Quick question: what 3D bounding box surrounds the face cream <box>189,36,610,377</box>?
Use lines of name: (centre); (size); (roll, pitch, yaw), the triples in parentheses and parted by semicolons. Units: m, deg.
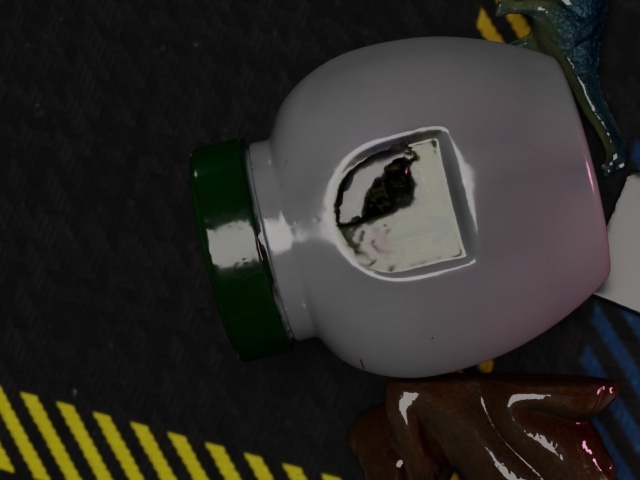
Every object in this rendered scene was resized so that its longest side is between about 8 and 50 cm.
face cream: (0.073, -0.027, 1.515); (0.357, 0.219, 0.312); (-14, 90, 3)

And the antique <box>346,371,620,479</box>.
antique: (0.151, 0.196, 1.539); (0.257, 0.121, 0.143); (3, 94, 5)

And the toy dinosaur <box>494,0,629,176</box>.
toy dinosaur: (0.236, -0.246, 1.589); (0.147, 0.076, 0.362); (3, 86, -7)

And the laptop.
laptop: (0.365, 0.026, 1.562); (0.197, 0.016, 0.135); (24, 88, 12)
